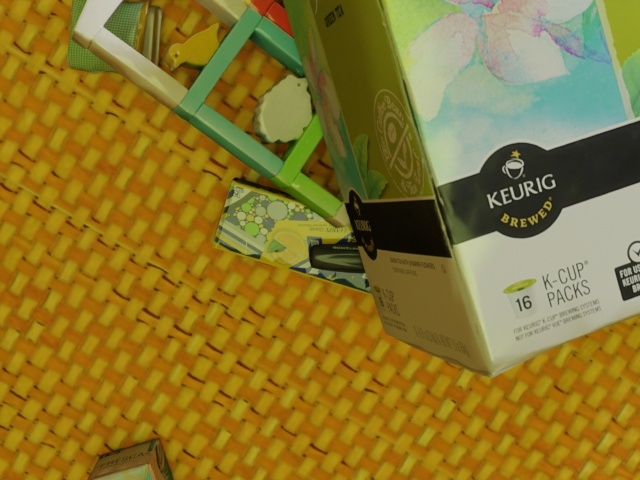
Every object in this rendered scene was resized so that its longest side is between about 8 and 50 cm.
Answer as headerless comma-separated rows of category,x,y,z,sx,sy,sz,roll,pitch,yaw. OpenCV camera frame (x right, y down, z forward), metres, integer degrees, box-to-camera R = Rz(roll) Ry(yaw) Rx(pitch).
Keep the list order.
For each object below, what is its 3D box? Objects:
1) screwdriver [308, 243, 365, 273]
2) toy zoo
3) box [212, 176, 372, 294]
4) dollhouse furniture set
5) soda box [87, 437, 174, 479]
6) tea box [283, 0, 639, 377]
screwdriver,0.075,0.017,0.748,0.170,0.025,0.024,3,98,-1
toy zoo,-0.049,-0.169,0.720,0.293,0.030,0.192,36,78,-15
box,0.000,0.000,0.784,0.169,0.054,0.059,17,97,-3
dollhouse furniture set,-0.163,-0.204,0.746,0.076,0.058,0.151,6,98,-2
soda box,-0.141,0.270,0.818,0.058,0.063,0.183,-16,99,1
tea box,0.176,-0.124,0.649,0.329,0.220,0.323,-19,95,-11
